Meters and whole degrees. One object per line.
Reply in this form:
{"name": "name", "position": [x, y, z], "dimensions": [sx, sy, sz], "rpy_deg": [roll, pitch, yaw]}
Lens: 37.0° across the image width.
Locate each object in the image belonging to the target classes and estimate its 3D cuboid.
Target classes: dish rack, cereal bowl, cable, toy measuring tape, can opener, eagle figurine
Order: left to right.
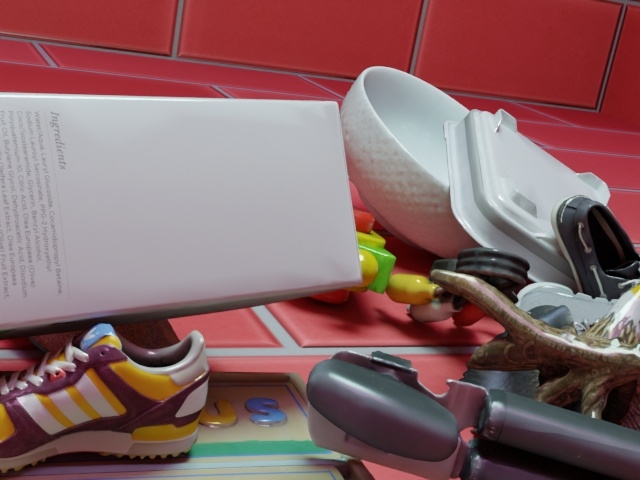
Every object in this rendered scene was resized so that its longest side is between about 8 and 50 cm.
{"name": "toy measuring tape", "position": [0.000, 0.000, 1.138], "dimensions": [0.121, 0.121, 0.330], "rpy_deg": [7, 9, -12]}
{"name": "cereal bowl", "position": [0.156, -0.085, 1.351], "dimensions": [0.339, 0.141, 0.339], "rpy_deg": [29, 28, -17]}
{"name": "cable", "position": [0.157, 0.059, 0.965], "dimensions": [0.139, 0.072, 0.287], "rpy_deg": [20, -5, -9]}
{"name": "can opener", "position": [0.121, 0.143, 0.629], "dimensions": [0.280, 0.074, 0.093], "rpy_deg": [16, 14, -2]}
{"name": "dish rack", "position": [0.294, -0.046, 1.238], "dimensions": [0.285, 0.072, 0.333], "rpy_deg": [33, 29, -14]}
{"name": "eagle figurine", "position": [0.233, 0.122, 0.813], "dimensions": [0.226, 0.225, 0.298], "rpy_deg": [66, 8, 23]}

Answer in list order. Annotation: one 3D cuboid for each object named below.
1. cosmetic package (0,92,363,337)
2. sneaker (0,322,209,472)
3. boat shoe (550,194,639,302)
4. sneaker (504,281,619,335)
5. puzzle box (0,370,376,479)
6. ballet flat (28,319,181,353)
{"name": "cosmetic package", "position": [-0.173, -0.013, 0.689], "dimensions": [0.365, 0.155, 0.197], "rpy_deg": [-4, -7, -36]}
{"name": "sneaker", "position": [-0.160, 0.089, 0.591], "dimensions": [0.185, 0.084, 0.069], "rpy_deg": [1, 19, -29]}
{"name": "boat shoe", "position": [0.333, 0.041, 1.081], "dimensions": [0.075, 0.206, 0.065], "rpy_deg": [-34, 9, -14]}
{"name": "sneaker", "position": [0.305, 0.110, 1.018], "dimensions": [0.229, 0.086, 0.132], "rpy_deg": [7, 18, 25]}
{"name": "puzzle box", "position": [-0.162, 0.160, 0.595], "dimensions": [0.409, 0.052, 0.272], "rpy_deg": [3, 17, -23]}
{"name": "ballet flat", "position": [-0.240, 0.035, 0.866], "dimensions": [0.316, 0.106, 0.107], "rpy_deg": [20, 19, 28]}
